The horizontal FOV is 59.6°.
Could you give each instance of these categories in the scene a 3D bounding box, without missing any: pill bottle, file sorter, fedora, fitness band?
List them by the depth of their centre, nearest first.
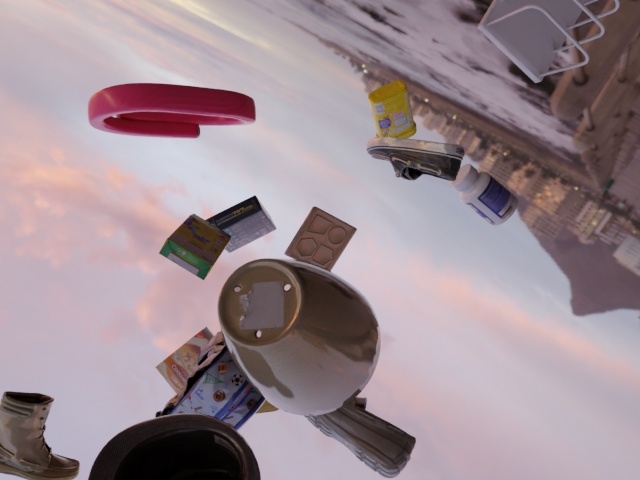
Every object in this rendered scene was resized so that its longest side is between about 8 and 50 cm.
[{"bbox_3d":[-0.237,0.425,0.942,0.275,0.124,0.244,-8,-137,-10],"label":"fedora"},{"bbox_3d":[-0.256,-0.223,0.985,0.290,0.055,0.209,-5,-177,-34],"label":"fitness band"},{"bbox_3d":[0.505,-0.511,1.156,0.192,0.278,0.173,34,174,-19],"label":"file sorter"},{"bbox_3d":[0.482,-0.139,1.662,0.186,0.112,0.112,37,-165,-14],"label":"pill bottle"}]

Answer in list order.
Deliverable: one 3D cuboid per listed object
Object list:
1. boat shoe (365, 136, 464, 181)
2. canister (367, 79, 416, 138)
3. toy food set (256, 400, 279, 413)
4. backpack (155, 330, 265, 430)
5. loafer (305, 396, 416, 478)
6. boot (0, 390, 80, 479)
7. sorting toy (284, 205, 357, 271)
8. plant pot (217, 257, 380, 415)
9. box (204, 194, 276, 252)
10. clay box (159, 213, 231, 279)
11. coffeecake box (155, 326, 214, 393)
[{"bbox_3d":[0.163,-0.149,1.039,0.077,0.070,0.219,10,-176,-41],"label":"boat shoe"},{"bbox_3d":[0.218,-0.383,1.690,0.170,0.126,0.073,67,177,-46],"label":"canister"},{"bbox_3d":[-0.166,0.461,1.736,0.217,0.128,0.071,-11,-162,19],"label":"toy food set"},{"bbox_3d":[-0.238,0.361,1.394,0.213,0.263,0.277,33,-145,-1],"label":"backpack"},{"bbox_3d":[0.063,0.397,1.257,0.319,0.112,0.111,32,-122,21],"label":"loafer"},{"bbox_3d":[-0.606,0.424,1.211,0.213,0.165,0.077,24,175,-24],"label":"boot"},{"bbox_3d":[0.000,0.000,1.891,0.208,0.193,0.038,25,-168,-34],"label":"sorting toy"},{"bbox_3d":[-0.049,0.133,0.885,0.256,0.256,0.274,36,171,24],"label":"plant pot"},{"bbox_3d":[-0.250,-0.047,1.768,0.059,0.183,0.233,63,180,16],"label":"box"},{"bbox_3d":[-0.311,0.009,1.427,0.127,0.053,0.222,32,-162,-7],"label":"clay box"},{"bbox_3d":[-0.385,0.380,1.721,0.142,0.185,0.068,51,-175,-1],"label":"coffeecake box"}]
